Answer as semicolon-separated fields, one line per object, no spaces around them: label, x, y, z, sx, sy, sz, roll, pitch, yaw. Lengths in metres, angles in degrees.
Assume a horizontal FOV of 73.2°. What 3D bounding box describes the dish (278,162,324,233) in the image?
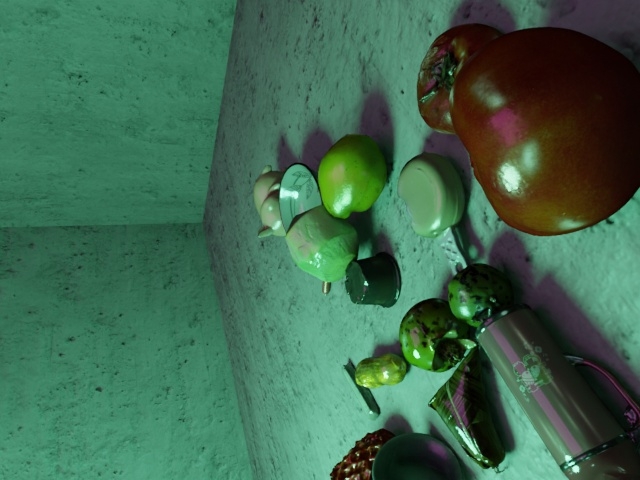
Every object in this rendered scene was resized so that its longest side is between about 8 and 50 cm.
dish;-0.033;-0.115;1.506;0.316;0.106;0.317;21;116;55

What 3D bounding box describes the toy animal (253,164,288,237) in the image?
toy animal;-0.160;-0.145;1.721;0.213;0.194;0.256;-63;35;30

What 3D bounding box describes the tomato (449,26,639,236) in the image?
tomato;0.322;-0.156;0.611;0.226;0.298;0.299;-23;66;21

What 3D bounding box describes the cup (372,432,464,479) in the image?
cup;0.224;0.574;0.987;0.199;0.199;0.150;-137;31;-56

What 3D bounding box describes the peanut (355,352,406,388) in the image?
peanut;0.161;0.358;1.180;0.206;0.087;0.087;-41;55;56

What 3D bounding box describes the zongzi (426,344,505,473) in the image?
zongzi;0.322;0.334;0.852;0.187;0.084;0.184;51;128;41

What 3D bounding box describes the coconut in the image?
coconut;0.000;0.000;1.260;0.205;0.235;0.236;-58;40;30

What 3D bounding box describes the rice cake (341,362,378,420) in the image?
rice cake;0.121;0.466;1.334;0.207;0.036;0.047;-129;31;-51

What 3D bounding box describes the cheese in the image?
cheese;0.256;-0.052;0.940;0.163;0.082;0.287;131;130;-57

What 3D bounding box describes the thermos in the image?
thermos;0.391;0.258;0.672;0.110;0.136;0.330;74;174;-51

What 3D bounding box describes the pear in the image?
pear;0.086;-0.167;1.172;0.187;0.187;0.220;-1;76;65

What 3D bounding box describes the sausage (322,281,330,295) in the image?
sausage;0.027;0.092;1.501;0.029;0.029;0.223;-145;56;-59

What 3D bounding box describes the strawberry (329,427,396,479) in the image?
strawberry;0.163;0.597;1.122;0.178;0.233;0.234;-63;28;-2

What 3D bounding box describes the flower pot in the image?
flower pot;0.135;0.111;1.187;0.157;0.106;0.158;179;90;-65

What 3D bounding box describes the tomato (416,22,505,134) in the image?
tomato;0.269;-0.323;0.868;0.228;0.101;0.228;-3;87;64

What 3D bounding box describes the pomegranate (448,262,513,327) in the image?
pomegranate;0.303;0.107;0.833;0.161;0.122;0.122;73;-171;-78

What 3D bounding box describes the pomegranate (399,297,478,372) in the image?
pomegranate;0.232;0.197;0.887;0.220;0.156;0.156;24;-123;-72
